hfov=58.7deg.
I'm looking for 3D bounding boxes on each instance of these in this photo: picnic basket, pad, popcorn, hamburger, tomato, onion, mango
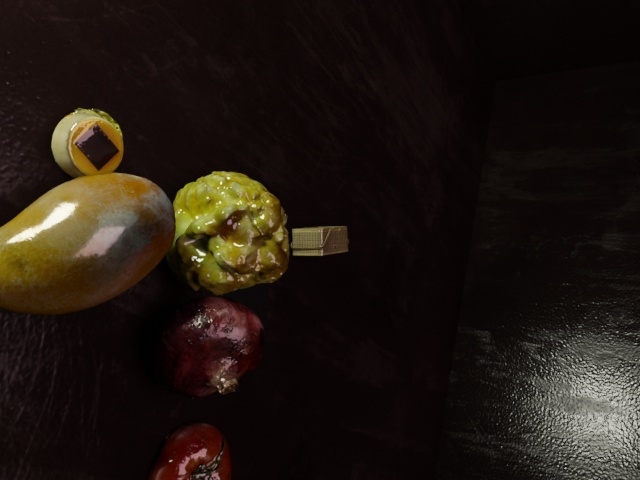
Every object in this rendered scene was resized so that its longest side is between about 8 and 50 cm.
[{"bbox_3d":[0.000,0.000,1.680,0.164,0.115,0.079,-7,94,-56],"label":"picnic basket"},{"bbox_3d":[-0.197,0.174,1.492,0.181,0.004,0.266,2,89,-56],"label":"pad"},{"bbox_3d":[-0.207,-0.021,1.271,0.282,0.247,0.281,10,76,-46],"label":"popcorn"},{"bbox_3d":[-0.435,-0.182,1.070,0.126,0.082,0.141,37,72,-48],"label":"hamburger"},{"bbox_3d":[-0.278,0.536,1.296,0.228,0.101,0.227,1,88,-53],"label":"tomato"},{"bbox_3d":[-0.236,0.243,1.223,0.252,0.219,0.252,-19,138,-18],"label":"onion"},{"bbox_3d":[-0.421,0.005,1.000,0.384,0.199,0.221,-25,121,-41],"label":"mango"}]
